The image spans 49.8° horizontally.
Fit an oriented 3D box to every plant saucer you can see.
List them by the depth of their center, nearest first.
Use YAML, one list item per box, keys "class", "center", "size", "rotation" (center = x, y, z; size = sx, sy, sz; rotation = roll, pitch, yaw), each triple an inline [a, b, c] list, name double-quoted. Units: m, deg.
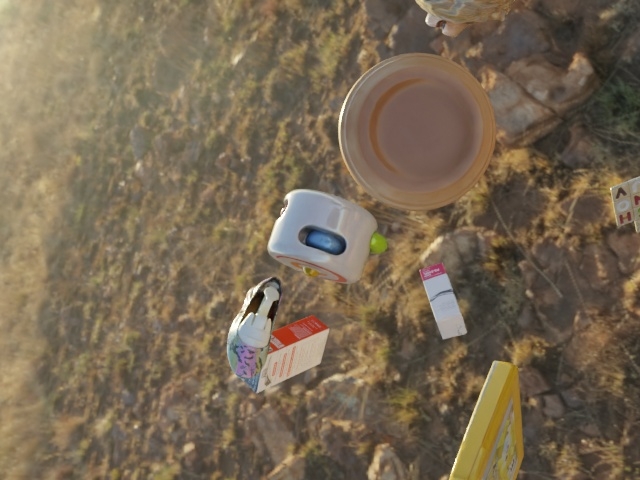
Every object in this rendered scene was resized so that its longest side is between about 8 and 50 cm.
- class: "plant saucer"
  center: [0.123, -0.136, 0.860]
  size: [0.037, 0.200, 0.199]
  rotation: [-124, 52, -86]

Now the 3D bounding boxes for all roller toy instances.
- class: "roller toy"
  center: [0.000, 0.000, 1.319]
  size: [0.209, 0.191, 0.146]
  rotation: [9, 75, 43]

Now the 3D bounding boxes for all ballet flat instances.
- class: "ballet flat"
  center: [-0.108, 0.139, 1.203]
  size: [0.079, 0.077, 0.221]
  rotation: [-56, 12, 34]

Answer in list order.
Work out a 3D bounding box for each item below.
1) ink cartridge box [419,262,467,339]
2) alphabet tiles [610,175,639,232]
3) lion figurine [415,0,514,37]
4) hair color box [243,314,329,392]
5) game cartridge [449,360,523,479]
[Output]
- class: "ink cartridge box"
  center: [0.297, 0.148, 1.665]
  size: [0.063, 0.109, 0.150]
  rotation: [-19, 54, 8]
- class: "alphabet tiles"
  center: [0.773, -0.117, 1.540]
  size: [0.237, 0.198, 0.009]
  rotation: [-22, 37, 9]
- class: "lion figurine"
  center: [0.129, -0.462, 0.919]
  size: [0.142, 0.240, 0.391]
  rotation: [110, 160, -71]
- class: "hair color box"
  center: [-0.067, 0.214, 1.315]
  size: [0.053, 0.167, 0.093]
  rotation: [35, 125, 33]
- class: "game cartridge"
  center: [0.292, 0.424, 1.214]
  size: [0.053, 0.285, 0.323]
  rotation: [7, 42, 27]
